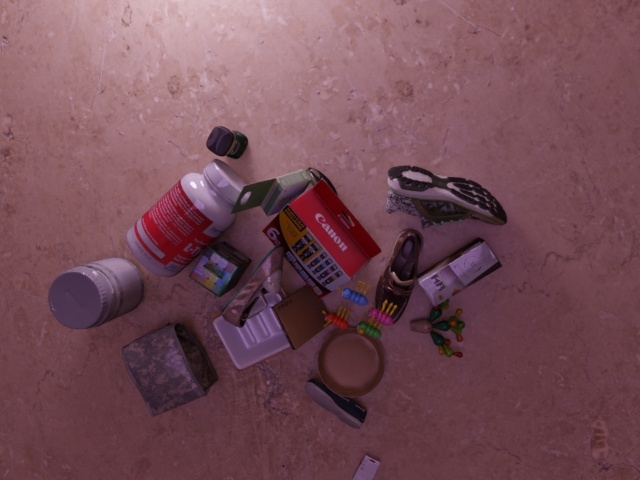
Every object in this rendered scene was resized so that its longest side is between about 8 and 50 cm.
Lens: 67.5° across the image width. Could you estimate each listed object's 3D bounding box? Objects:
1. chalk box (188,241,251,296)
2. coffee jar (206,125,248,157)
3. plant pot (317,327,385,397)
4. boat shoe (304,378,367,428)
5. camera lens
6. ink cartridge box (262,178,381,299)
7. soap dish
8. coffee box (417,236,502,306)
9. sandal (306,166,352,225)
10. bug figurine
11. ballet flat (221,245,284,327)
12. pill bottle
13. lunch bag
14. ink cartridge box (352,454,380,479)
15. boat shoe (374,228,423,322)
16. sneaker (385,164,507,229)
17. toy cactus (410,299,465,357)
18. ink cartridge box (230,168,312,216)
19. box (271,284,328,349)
[{"bbox_3d":[-0.349,0.100,1.649,0.132,0.213,0.132,35,100,4],"label":"chalk box"},{"bbox_3d":[-0.313,-0.328,1.609,0.079,0.184,0.096,32,100,4],"label":"coffee jar"},{"bbox_3d":[0.107,0.425,1.676,0.237,0.032,0.236,0,79,-2],"label":"plant pot"},{"bbox_3d":[0.058,0.563,1.696,0.255,0.079,0.095,37,143,-2],"label":"boat shoe"},{"bbox_3d":[-0.778,0.180,1.693,0.220,0.274,0.219,1,96,8],"label":"camera lens"},{"bbox_3d":[0.000,0.000,1.555,0.309,0.130,0.272,50,140,0],"label":"ink cartridge box"},{"bbox_3d":[-0.213,0.303,1.699,0.291,0.118,0.228,-27,91,11],"label":"soap dish"},{"bbox_3d":[0.447,0.099,1.564,0.247,0.141,0.098,-34,91,11],"label":"coffee box"},{"bbox_3d":[0.020,-0.108,1.622,0.086,0.120,0.302,-25,92,22],"label":"sandal"},{"bbox_3d":[0.126,0.245,1.580,0.217,0.072,0.279,23,144,-2],"label":"bug figurine"},{"bbox_3d":[-0.196,0.162,1.584,0.106,0.108,0.316,43,102,17],"label":"ballet flat"},{"bbox_3d":[-0.441,-0.081,1.635,0.408,0.229,0.229,-41,89,11],"label":"pill bottle"},{"bbox_3d":[-0.553,0.452,1.744,0.236,0.169,0.286,-25,97,11],"label":"lunch bag"},{"bbox_3d":[0.168,0.836,1.746,0.063,0.029,0.115,25,98,6],"label":"ink cartridge box"},{"bbox_3d":[0.261,0.130,1.604,0.124,0.123,0.341,20,100,6],"label":"boat shoe"},{"bbox_3d":[0.398,-0.111,1.576,0.411,0.158,0.181,19,130,4],"label":"sneaker"},{"bbox_3d":[0.395,0.298,1.619,0.181,0.112,0.218,-4,112,23],"label":"toy cactus"},{"bbox_3d":[-0.160,-0.141,1.558,0.056,0.235,0.171,56,143,13],"label":"ink cartridge box"},{"bbox_3d":[-0.060,0.256,1.641,0.021,0.201,0.164,-24,93,45],"label":"box"}]
